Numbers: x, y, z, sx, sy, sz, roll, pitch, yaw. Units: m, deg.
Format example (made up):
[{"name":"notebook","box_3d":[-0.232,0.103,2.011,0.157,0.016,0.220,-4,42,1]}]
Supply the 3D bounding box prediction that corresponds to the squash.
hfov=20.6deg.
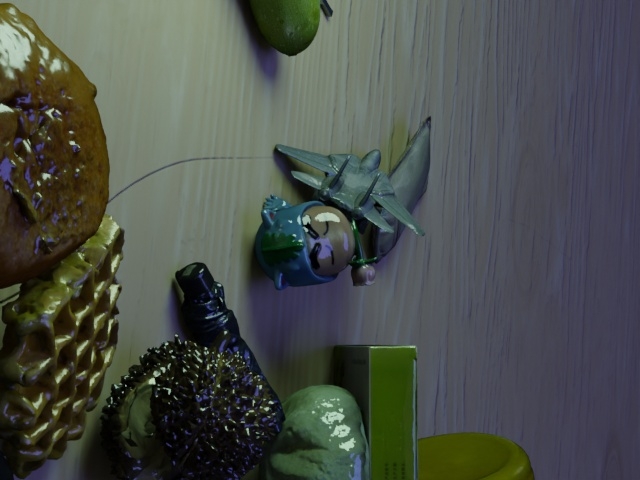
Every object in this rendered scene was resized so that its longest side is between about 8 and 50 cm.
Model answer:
[{"name":"squash","box_3d":[-0.047,-0.306,2.080,0.095,0.095,0.188,-61,143,-45]}]

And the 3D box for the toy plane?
[{"name":"toy plane","box_3d":[0.045,-0.072,2.240,0.088,0.212,0.267,-59,179,10]}]

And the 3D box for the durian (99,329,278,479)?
[{"name":"durian","box_3d":[-0.131,0.171,1.777,0.167,0.196,0.196,55,42,-43]}]

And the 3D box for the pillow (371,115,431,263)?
[{"name":"pillow","box_3d":[0.114,-0.073,2.410,0.232,0.038,0.130,-58,154,-48]}]

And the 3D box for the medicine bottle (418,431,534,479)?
[{"name":"medicine bottle","box_3d":[0.196,0.470,2.351,0.224,0.224,0.384,-32,117,-59]}]

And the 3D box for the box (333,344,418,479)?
[{"name":"box","box_3d":[0.064,0.214,2.141,0.260,0.062,0.175,160,-69,-80]}]

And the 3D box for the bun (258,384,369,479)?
[{"name":"bun","box_3d":[-0.012,0.265,2.049,0.195,0.118,0.195,-176,-90,-80]}]

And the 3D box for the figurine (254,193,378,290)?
[{"name":"figurine","box_3d":[0.003,0.004,2.108,0.178,0.144,0.114,6,87,-74]}]

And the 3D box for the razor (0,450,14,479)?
[{"name":"razor","box_3d":[-0.354,0.153,1.432,0.189,0.107,0.327,-53,136,-49]}]

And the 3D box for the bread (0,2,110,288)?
[{"name":"bread","box_3d":[-0.298,-0.082,1.523,0.268,0.146,0.268,23,64,-60]}]

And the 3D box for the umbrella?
[{"name":"umbrella","box_3d":[-0.108,0.126,1.964,0.071,0.080,0.224,-32,119,-19]}]

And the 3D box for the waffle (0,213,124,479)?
[{"name":"waffle","box_3d":[-0.248,0.120,1.621,0.219,0.057,0.229,-62,164,-52]}]

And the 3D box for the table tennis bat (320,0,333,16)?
[{"name":"table tennis bat","box_3d":[-0.004,-0.317,2.245,0.083,0.007,0.050,54,42,-45]}]
